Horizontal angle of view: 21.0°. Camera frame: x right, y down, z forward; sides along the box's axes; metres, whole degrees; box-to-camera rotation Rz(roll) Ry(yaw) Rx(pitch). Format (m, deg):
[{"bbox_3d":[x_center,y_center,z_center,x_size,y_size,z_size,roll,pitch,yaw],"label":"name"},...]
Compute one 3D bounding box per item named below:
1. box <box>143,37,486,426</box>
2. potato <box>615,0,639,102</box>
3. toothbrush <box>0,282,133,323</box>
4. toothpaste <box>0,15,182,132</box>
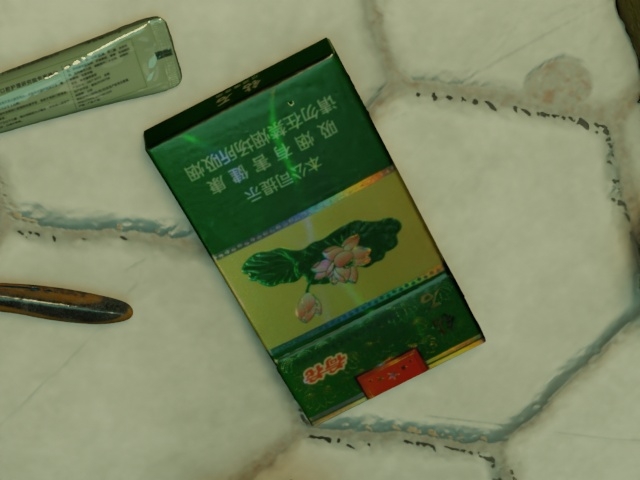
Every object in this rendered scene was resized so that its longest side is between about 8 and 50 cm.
[{"bbox_3d":[0.000,0.000,1.097,0.132,0.034,0.235,-27,118,4],"label":"box"},{"bbox_3d":[0.233,-0.137,1.038,0.101,0.089,0.172,-19,117,-3],"label":"potato"},{"bbox_3d":[-0.277,0.032,1.073,0.321,0.023,0.031,7,118,-13],"label":"toothbrush"},{"bbox_3d":[-0.180,-0.084,1.028,0.197,0.029,0.048,-18,121,-4],"label":"toothpaste"}]
